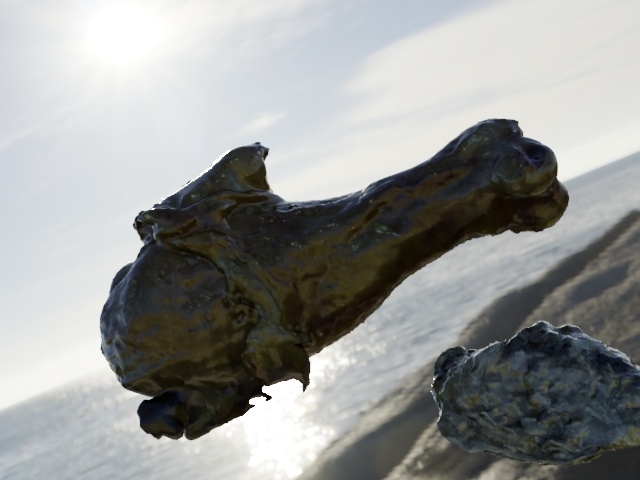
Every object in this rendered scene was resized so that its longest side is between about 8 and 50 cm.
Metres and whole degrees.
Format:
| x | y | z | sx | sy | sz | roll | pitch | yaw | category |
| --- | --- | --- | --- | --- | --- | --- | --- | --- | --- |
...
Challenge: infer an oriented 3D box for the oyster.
| x | y | z | sx | sy | sz | roll | pitch | yaw | category |
| --- | --- | --- | --- | --- | --- | --- | --- | --- | --- |
| 0.163 | 0.106 | 0.710 | 0.177 | 0.064 | 0.125 | -6 | 43 | 19 | oyster |

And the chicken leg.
| x | y | z | sx | sy | sz | roll | pitch | yaw | category |
| --- | --- | --- | --- | --- | --- | --- | --- | --- | --- |
| -0.010 | -0.002 | 0.798 | 0.361 | 0.211 | 0.140 | -33 | -25 | -2 | chicken leg |
